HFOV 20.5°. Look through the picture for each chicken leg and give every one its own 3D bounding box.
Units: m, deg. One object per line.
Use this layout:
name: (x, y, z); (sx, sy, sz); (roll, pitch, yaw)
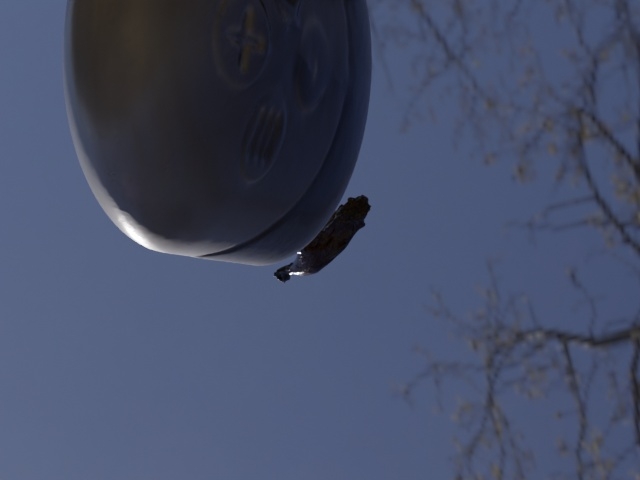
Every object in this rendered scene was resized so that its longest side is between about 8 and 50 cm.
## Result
chicken leg: (-0.001, 0.003, 1.760); (0.145, 0.037, 0.062); (-45, -163, 27)

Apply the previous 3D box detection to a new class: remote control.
remote control: (-0.048, -0.099, 0.985); (0.103, 0.332, 0.221); (8, -91, 19)
